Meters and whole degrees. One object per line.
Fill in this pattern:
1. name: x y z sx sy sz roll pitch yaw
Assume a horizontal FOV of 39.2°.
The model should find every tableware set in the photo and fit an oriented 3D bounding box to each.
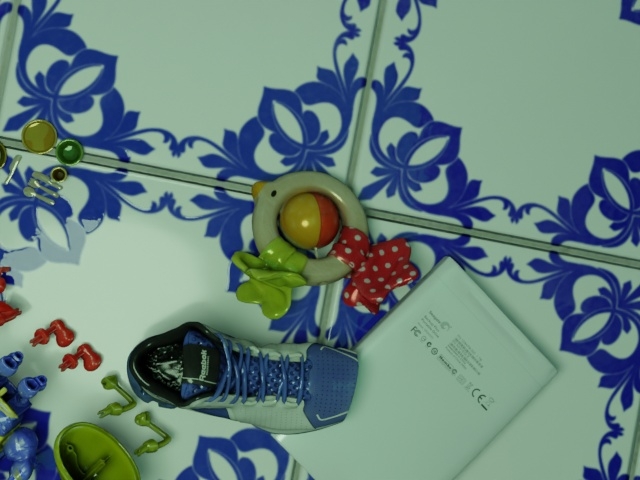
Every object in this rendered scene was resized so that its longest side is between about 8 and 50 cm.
1. tableware set: -0.407 -0.123 1.218 0.154 0.024 0.104 28 87 -6

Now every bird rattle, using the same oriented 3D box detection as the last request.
1. bird rattle: 0.000 0.000 1.225 0.253 0.143 0.207 -8 75 -10

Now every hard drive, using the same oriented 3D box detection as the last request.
1. hard drive: 0.134 0.228 1.278 0.353 0.047 0.233 -44 95 -5

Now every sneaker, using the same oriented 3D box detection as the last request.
1. sneaker: -0.109 0.181 1.157 0.315 0.182 0.128 6 79 0

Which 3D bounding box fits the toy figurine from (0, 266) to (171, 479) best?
1. toy figurine: -0.409 0.241 1.190 0.362 0.191 0.217 46 114 -3
